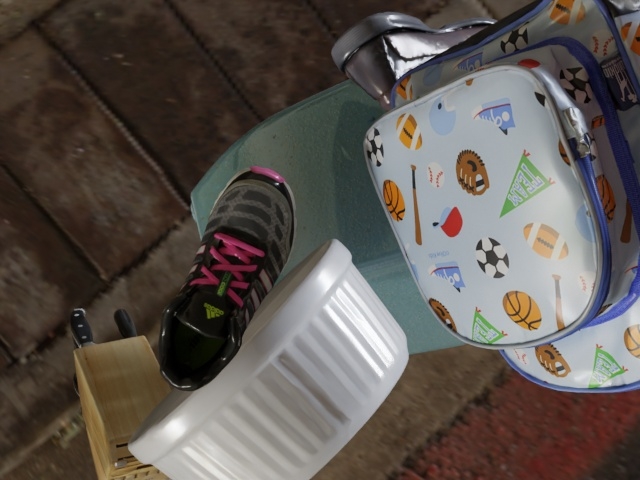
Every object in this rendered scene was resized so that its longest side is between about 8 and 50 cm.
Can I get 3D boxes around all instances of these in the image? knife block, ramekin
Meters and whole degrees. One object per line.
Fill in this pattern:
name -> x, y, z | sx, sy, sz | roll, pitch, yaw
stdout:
knife block -> -0.233, 0.161, 1.694 | 0.088, 0.275, 0.242 | -12, 72, -16
ramekin -> -0.038, 0.134, 1.330 | 0.127, 0.273, 0.273 | 45, 80, -3

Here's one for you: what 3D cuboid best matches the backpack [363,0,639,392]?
backpack -> 0.178, -0.030, 0.983 | 0.213, 0.276, 0.263 | -31, 96, -29

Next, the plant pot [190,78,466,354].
plant pot -> 0.000, 0.000, 1.631 | 0.252, 0.247, 0.247 | -17, 60, 4

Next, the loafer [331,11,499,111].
loafer -> 0.128, -0.171, 1.534 | 0.303, 0.109, 0.095 | -5, 59, -52

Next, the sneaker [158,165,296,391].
sneaker -> -0.065, 0.033, 0.984 | 0.063, 0.075, 0.170 | 25, 110, -1

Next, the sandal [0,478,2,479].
sandal -> -0.427, 0.311, 1.763 | 0.090, 0.060, 0.219 | -13, 145, 16
